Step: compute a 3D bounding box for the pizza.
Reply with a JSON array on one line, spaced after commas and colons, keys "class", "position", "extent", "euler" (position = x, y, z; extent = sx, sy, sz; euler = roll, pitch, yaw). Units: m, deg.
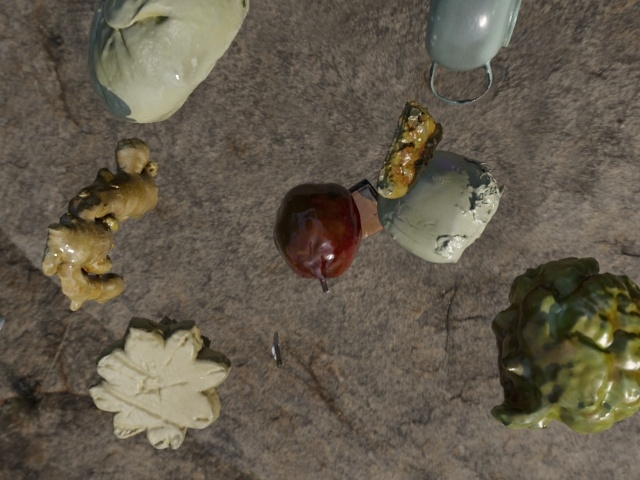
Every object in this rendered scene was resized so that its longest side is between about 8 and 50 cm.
[{"class": "pizza", "position": [0.193, -0.195, 1.089], "extent": [0.058, 0.292, 0.197], "euler": [19, 132, 25]}]

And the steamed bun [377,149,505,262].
[{"class": "steamed bun", "position": [0.326, -0.121, 1.478], "extent": [0.312, 0.334, 0.233], "euler": [32, 135, 11]}]

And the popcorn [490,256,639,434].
[{"class": "popcorn", "position": [0.458, 0.202, 0.973], "extent": [0.279, 0.274, 0.335], "euler": [-12, 90, 45]}]

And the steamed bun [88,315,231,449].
[{"class": "steamed bun", "position": [-0.329, 0.281, 1.143], "extent": [0.292, 0.137, 0.295], "euler": [-21, 102, 5]}]

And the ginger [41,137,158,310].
[{"class": "ginger", "position": [-0.238, -0.022, 0.598], "extent": [0.053, 0.176, 0.193], "euler": [2, 97, 12]}]

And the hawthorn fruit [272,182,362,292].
[{"class": "hawthorn fruit", "position": [0.000, 0.000, 1.153], "extent": [0.208, 0.248, 0.208], "euler": [-5, 139, -4]}]

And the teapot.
[{"class": "teapot", "position": [0.233, -0.350, 0.799], "extent": [0.130, 0.193, 0.294], "euler": [14, 107, 11]}]

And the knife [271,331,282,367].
[{"class": "knife", "position": [-0.119, 0.292, 1.425], "extent": [0.022, 0.256, 0.046], "euler": [2, 98, -7]}]

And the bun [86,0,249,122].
[{"class": "bun", "position": [-0.226, -0.280, 0.740], "extent": [0.160, 0.259, 0.259], "euler": [35, 106, -26]}]

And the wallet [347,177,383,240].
[{"class": "wallet", "position": [0.109, -0.078, 1.621], "extent": [0.196, 0.042, 0.161], "euler": [-32, 112, 22]}]

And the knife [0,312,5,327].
[{"class": "knife", "position": [-0.505, 0.158, 0.724], "extent": [0.044, 0.331, 0.080], "euler": [43, 84, -16]}]
